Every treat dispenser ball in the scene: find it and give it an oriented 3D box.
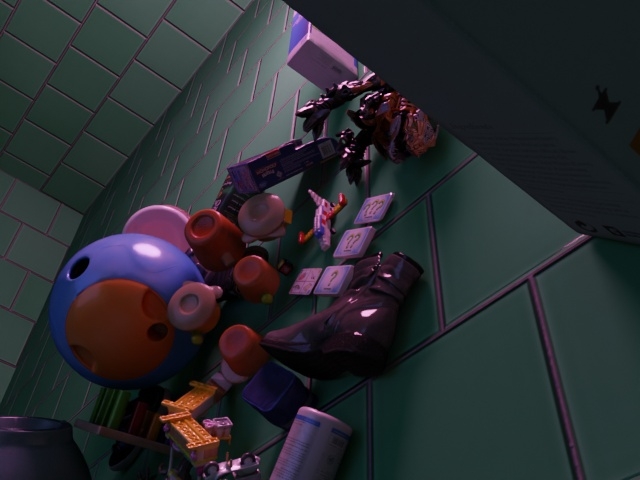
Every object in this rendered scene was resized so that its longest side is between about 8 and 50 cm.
[{"bbox_3d":[-0.350,0.131,1.296,0.288,0.288,0.288,-43,28,30],"label":"treat dispenser ball"}]

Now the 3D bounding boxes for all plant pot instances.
[{"bbox_3d":[-0.521,0.403,1.178,0.293,0.293,0.196,-7,76,60],"label":"plant pot"}]

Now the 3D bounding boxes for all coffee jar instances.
[{"bbox_3d":[-0.199,-0.062,1.539,0.096,0.079,0.184,-11,52,59],"label":"coffee jar"}]

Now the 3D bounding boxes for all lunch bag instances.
[{"bbox_3d":[-0.055,0.215,0.951,0.067,0.065,0.098,-49,28,-16],"label":"lunch bag"}]

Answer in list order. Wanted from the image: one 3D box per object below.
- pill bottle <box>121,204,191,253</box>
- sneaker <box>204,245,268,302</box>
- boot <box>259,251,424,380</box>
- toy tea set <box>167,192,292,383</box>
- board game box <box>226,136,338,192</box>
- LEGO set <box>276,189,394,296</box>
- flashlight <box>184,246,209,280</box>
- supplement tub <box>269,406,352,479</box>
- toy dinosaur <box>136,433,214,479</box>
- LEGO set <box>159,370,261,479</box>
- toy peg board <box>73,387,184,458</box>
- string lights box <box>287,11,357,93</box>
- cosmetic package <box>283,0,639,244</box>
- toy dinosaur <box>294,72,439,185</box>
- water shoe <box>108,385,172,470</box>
[{"bbox_3d":[-0.367,-0.003,1.632,0.161,0.161,0.283,-59,9,-1],"label":"pill bottle"},{"bbox_3d":[-0.171,0.080,1.333,0.188,0.066,0.071,-40,30,35],"label":"sneaker"},{"bbox_3d":[0.031,0.099,0.938,0.246,0.083,0.161,-12,44,51],"label":"boot"},{"bbox_3d":[-0.146,0.083,1.200,0.200,0.124,0.336,-4,60,18],"label":"toy tea set"},{"bbox_3d":[-0.090,-0.145,1.335,0.194,0.060,0.194,-29,12,-28],"label":"board game box"},{"bbox_3d":[0.000,0.000,1.118,0.244,0.060,0.182,-6,52,63],"label":"LEGO set"},{"bbox_3d":[-0.312,0.134,1.505,0.304,0.103,0.103,-48,63,30],"label":"flashlight"},{"bbox_3d":[-0.013,0.257,0.818,0.071,0.071,0.107,-8,53,60],"label":"supplement tub"},{"bbox_3d":[-0.252,0.422,1.093,0.118,0.064,0.268,-8,57,51],"label":"toy dinosaur"},{"bbox_3d":[-0.178,0.299,1.041,0.287,0.132,0.107,-137,52,-69],"label":"LEGO set"},{"bbox_3d":[-0.319,0.312,1.210,0.161,0.161,0.079,-14,55,57],"label":"toy peg board"},{"bbox_3d":[0.008,-0.433,1.520,0.077,0.133,0.259,-42,28,32],"label":"string lights box"},{"bbox_3d":[0.171,-0.197,0.543,0.230,0.453,0.161,-60,24,-4],"label":"cosmetic package"},{"bbox_3d":[0.101,-0.210,1.124,0.218,0.164,0.322,-31,14,20],"label":"toy dinosaur"},{"bbox_3d":[-0.371,0.357,1.363,0.203,0.080,0.073,-54,24,9],"label":"water shoe"}]
